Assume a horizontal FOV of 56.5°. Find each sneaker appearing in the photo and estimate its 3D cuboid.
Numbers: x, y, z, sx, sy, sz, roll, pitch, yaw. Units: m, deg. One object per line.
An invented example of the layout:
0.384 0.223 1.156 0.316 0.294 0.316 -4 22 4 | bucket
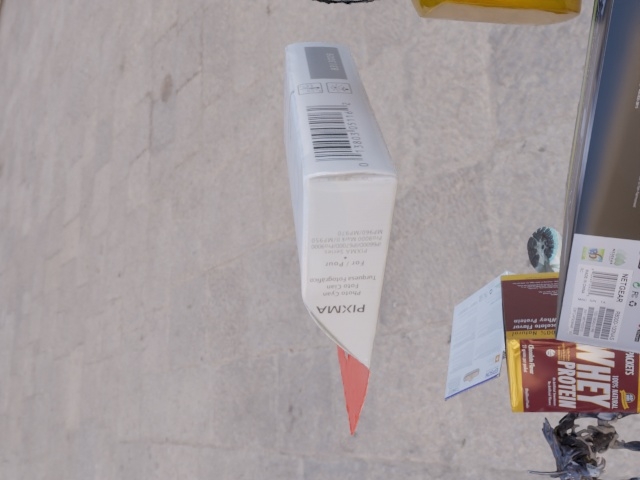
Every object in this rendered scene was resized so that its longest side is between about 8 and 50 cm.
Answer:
0.593 0.104 1.443 0.110 0.122 0.283 140 138 -58 | sneaker

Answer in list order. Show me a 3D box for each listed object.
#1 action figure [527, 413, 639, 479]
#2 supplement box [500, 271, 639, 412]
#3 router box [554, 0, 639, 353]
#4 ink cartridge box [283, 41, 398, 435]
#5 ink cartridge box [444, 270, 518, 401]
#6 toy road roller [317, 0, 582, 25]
0.459 0.313 0.929 0.164 0.275 0.141 61 157 8 | action figure
0.378 0.147 0.903 0.191 0.194 0.129 -4 113 16 | supplement box
0.234 -0.112 0.432 0.081 0.243 0.309 7 126 20 | router box
0.000 0.000 0.728 0.308 0.091 0.385 -100 13 -51 | ink cartridge box
0.330 0.203 1.210 0.223 0.045 0.224 124 163 -59 | ink cartridge box
0.129 -0.310 0.495 0.240 0.329 0.202 -137 48 -75 | toy road roller
